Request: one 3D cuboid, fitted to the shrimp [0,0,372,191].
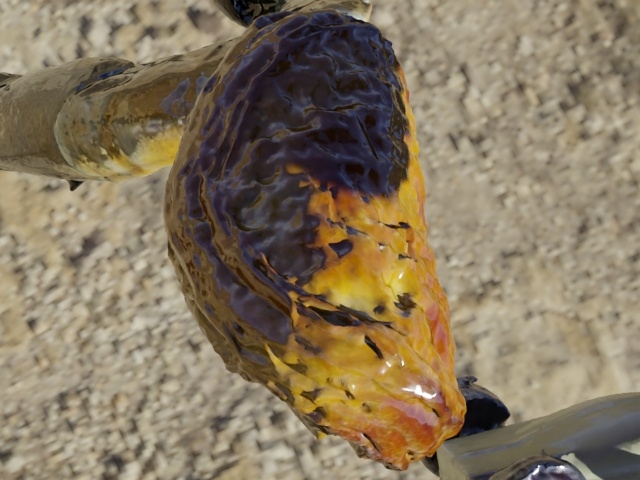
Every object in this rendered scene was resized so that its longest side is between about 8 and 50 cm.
[{"bbox_3d":[-0.066,-0.067,0.693,0.150,0.217,0.051,-43,118,-39],"label":"shrimp"}]

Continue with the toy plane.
[{"bbox_3d":[0.037,0.119,0.606,0.286,0.092,0.108,-14,109,-14],"label":"toy plane"}]

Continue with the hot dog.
[{"bbox_3d":[0.001,-0.001,0.503,0.099,0.065,0.147,39,33,-50],"label":"hot dog"}]
